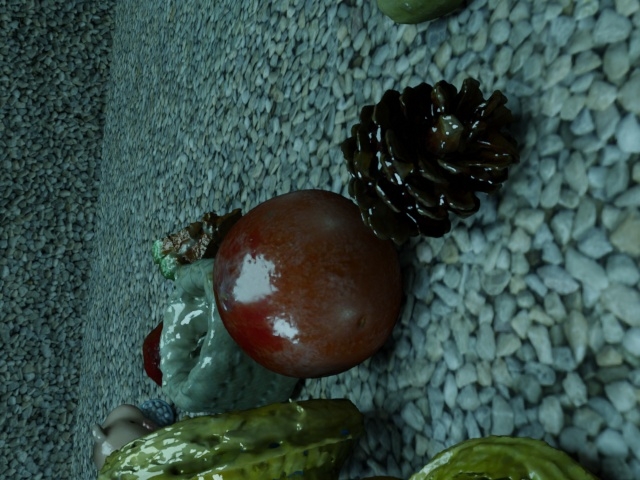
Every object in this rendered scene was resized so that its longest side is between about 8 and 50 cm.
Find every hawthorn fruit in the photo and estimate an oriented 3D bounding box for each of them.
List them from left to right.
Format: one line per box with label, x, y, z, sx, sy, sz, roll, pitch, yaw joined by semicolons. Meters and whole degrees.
hawthorn fruit;-0.286;0.239;1.457;0.235;0.181;0.181;150;124;-73

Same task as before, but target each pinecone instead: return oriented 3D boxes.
pinecone;0.130;-0.095;0.816;0.204;0.179;0.184;-6;100;43

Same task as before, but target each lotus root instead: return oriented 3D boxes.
lotus root;0.145;-0.340;0.922;0.183;0.090;0.077;2;80;57

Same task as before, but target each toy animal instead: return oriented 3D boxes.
toy animal;-0.469;0.527;1.705;0.221;0.210;0.229;-60;1;22

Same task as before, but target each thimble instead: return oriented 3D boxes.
thimble;-0.163;0.169;1.250;0.291;0.195;0.292;-33;51;52

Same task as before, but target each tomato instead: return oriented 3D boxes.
tomato;-0.024;0.062;0.953;0.265;0.264;0.265;-22;65;58

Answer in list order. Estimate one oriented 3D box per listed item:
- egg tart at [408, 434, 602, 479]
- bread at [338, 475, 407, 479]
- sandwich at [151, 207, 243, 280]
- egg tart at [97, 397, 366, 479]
egg tart;0.160;0.324;0.629;0.294;0.123;0.294;-17;62;34
bread;0.070;0.402;0.797;0.121;0.174;0.246;-52;36;41
sandwich;-0.246;0.015;1.451;0.160;0.184;0.109;-54;47;46
egg tart;-0.112;0.328;0.946;0.388;0.387;0.169;-39;60;51
